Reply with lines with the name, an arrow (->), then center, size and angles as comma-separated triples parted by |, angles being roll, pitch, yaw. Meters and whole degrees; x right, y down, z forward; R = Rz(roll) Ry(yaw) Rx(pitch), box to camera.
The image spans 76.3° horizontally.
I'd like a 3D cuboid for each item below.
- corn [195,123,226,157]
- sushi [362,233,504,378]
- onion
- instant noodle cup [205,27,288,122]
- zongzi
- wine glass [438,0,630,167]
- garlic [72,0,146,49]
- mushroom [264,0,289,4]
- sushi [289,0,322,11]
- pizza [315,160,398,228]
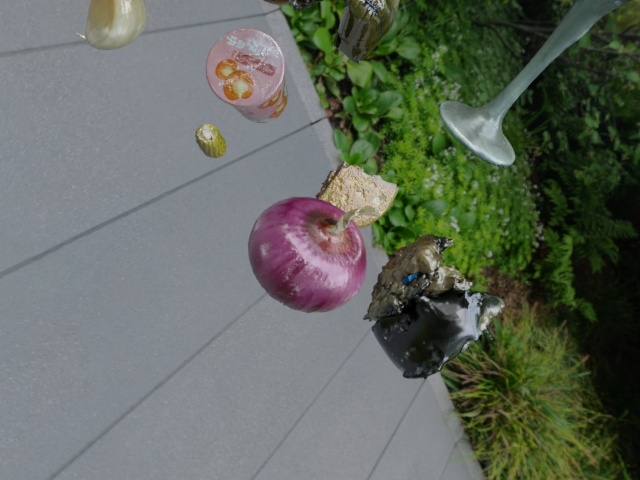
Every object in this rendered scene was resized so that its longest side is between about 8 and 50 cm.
corn -> -0.318, -0.288, 1.188 | 0.080, 0.231, 0.080 | -1, 93, -10
sushi -> 0.182, 0.113, 0.739 | 0.219, 0.238, 0.225 | 58, 20, 17
onion -> -0.029, 0.014, 1.169 | 0.358, 0.358, 0.345 | -27, 138, -45
instant noodle cup -> -0.218, -0.510, 1.318 | 0.231, 0.242, 0.243 | 34, 48, -86
zongzi -> 0.172, -0.669, 1.143 | 0.123, 0.260, 0.289 | 42, 84, -2
wine glass -> 0.255, -0.255, 0.388 | 0.096, 0.309, 0.264 | 31, 42, -6
garlic -> -0.589, -0.636, 1.151 | 0.164, 0.245, 0.145 | 31, 37, -23
mushroom -> -0.135, -0.920, 1.367 | 0.194, 0.231, 0.138 | 14, 40, -44
sushi -> -0.043, -0.512, 0.749 | 0.091, 0.078, 0.150 | -95, 161, -48
pizza -> 0.112, -0.174, 1.640 | 0.408, 0.114, 0.278 | -24, 91, -6
